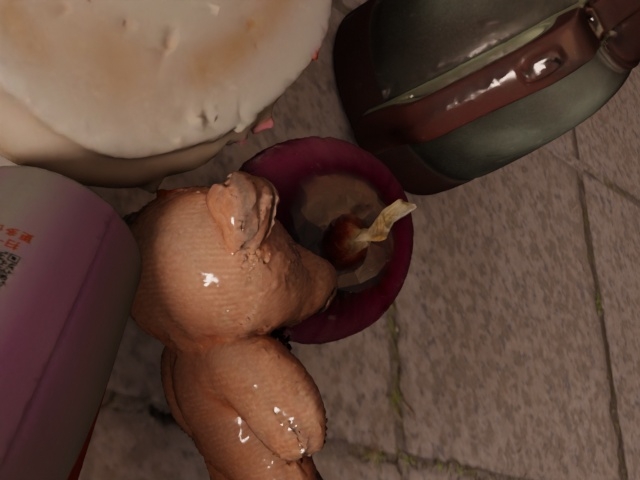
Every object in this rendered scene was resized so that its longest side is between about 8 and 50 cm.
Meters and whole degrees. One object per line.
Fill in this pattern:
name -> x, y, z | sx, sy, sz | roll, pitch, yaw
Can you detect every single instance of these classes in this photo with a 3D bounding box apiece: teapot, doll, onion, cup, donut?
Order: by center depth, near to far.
cup -> -0.205, 0.098, 0.584 | 0.203, 0.203, 0.288 | 48, 35, -27
donut -> -0.149, -0.228, 0.741 | 0.383, 0.142, 0.382 | -12, 108, -40
doll -> -0.037, 0.095, 0.767 | 0.156, 0.201, 0.303 | -25, 99, -33
onion -> -0.005, 0.000, 0.892 | 0.177, 0.177, 0.153 | 52, 7, -23
teapot -> 0.182, -0.187, 1.089 | 0.233, 0.312, 0.315 | 58, 38, -12
